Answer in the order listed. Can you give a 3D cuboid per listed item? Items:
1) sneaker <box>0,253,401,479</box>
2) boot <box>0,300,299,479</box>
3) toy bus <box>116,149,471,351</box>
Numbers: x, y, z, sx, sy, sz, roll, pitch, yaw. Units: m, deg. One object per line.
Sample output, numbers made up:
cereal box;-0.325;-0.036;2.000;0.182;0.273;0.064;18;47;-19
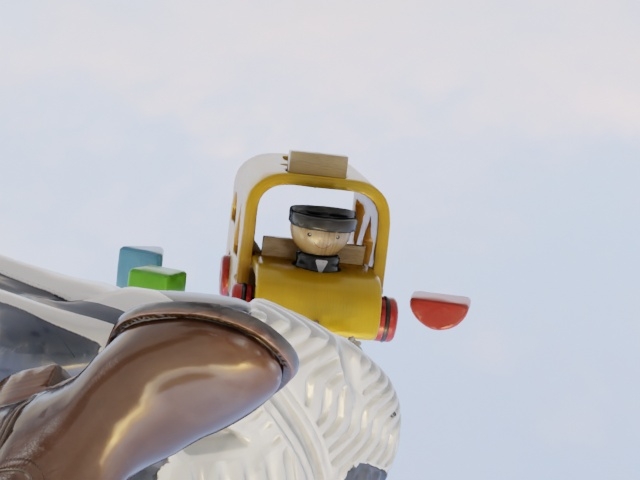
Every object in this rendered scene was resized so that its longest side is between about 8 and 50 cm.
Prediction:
sneaker;-0.097;0.042;0.540;0.235;0.094;0.153;0;-161;-36
boot;-0.058;0.073;0.341;0.106;0.037;0.114;-25;-148;43
toy bus;-0.007;-0.002;0.978;0.202;0.104;0.191;12;-170;36
